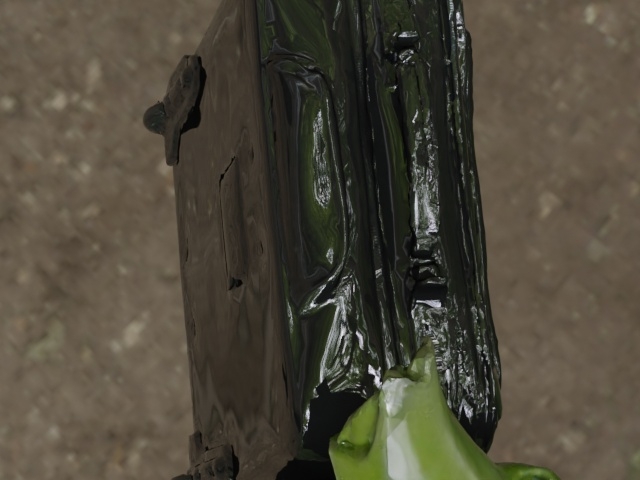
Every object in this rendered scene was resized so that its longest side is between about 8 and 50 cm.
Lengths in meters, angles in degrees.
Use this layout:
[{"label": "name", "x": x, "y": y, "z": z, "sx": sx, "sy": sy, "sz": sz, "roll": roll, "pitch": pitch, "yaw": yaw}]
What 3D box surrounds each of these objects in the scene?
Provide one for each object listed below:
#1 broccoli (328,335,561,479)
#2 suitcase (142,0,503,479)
[{"label": "broccoli", "x": 0.044, "y": 0.210, "z": 0.913, "sx": 0.302, "sy": 0.186, "sz": 0.254, "roll": 43, "pitch": 90, "yaw": -21}, {"label": "suitcase", "x": 0.000, "y": 0.000, "z": 1.119, "sx": 0.188, "sy": 0.345, "sz": 0.339, "roll": 0, "pitch": 164, "yaw": -14}]
